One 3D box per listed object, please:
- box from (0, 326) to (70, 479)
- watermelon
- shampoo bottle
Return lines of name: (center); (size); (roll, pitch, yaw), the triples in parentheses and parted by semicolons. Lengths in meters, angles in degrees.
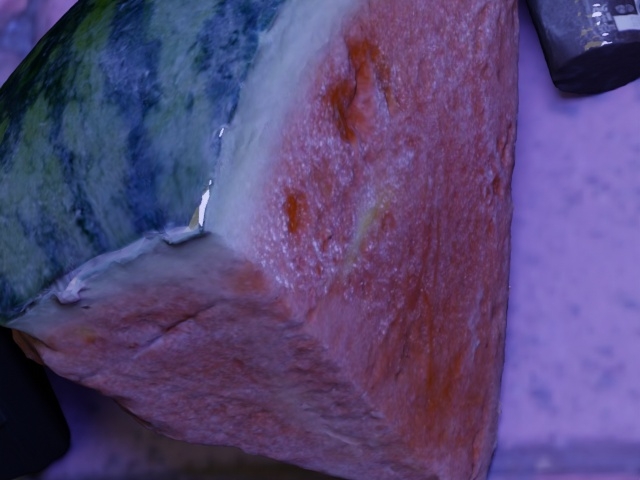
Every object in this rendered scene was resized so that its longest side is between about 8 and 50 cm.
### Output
box: (-0.191, 0.018, 0.997); (0.050, 0.230, 0.160); (-24, 66, -6)
watermelon: (0.001, -0.036, 0.891); (0.293, 0.283, 0.250); (27, 124, -7)
shampoo bottle: (0.115, -0.177, 0.979); (0.063, 0.057, 0.207); (-22, 70, 21)
